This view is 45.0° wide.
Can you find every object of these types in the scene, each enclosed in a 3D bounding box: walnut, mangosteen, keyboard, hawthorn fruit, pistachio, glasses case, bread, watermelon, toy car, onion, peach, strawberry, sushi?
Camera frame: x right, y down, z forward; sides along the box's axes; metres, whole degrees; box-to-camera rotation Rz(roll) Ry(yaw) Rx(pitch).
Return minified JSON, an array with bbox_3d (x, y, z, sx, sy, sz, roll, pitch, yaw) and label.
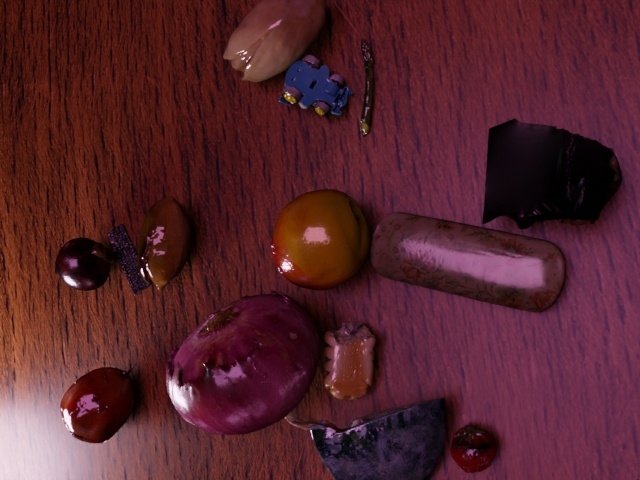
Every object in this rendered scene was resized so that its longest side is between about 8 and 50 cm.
[{"bbox_3d":[-0.398,0.009,1.964,0.137,0.137,0.245,8,89,24],"label":"walnut"},{"bbox_3d":[-0.618,0.057,2.040,0.152,0.152,0.152,-2,84,23],"label":"mangosteen"},{"bbox_3d":[-0.515,0.049,2.070,0.060,0.018,0.195,-34,74,14],"label":"keyboard"},{"bbox_3d":[-0.556,0.399,1.978,0.181,0.181,0.235,33,86,22],"label":"hawthorn fruit"},{"bbox_3d":[-0.103,-0.499,1.855,0.293,0.181,0.162,-41,95,23],"label":"pistachio"},{"bbox_3d":[0.312,0.043,1.671,0.425,0.098,0.156,12,93,23],"label":"glasses case"},{"bbox_3d":[0.063,0.272,1.755,0.119,0.084,0.177,5,88,-10],"label":"bread"},{"bbox_3d":[0.141,0.410,1.665,0.289,0.213,0.320,-45,115,9],"label":"watermelon"},{"bbox_3d":[-0.013,-0.359,1.868,0.161,0.098,0.126,28,72,-6],"label":"toy car"},{"bbox_3d":[-0.169,0.297,1.733,0.358,0.358,0.345,-3,101,23],"label":"onion"},{"bbox_3d":[0.000,0.000,1.744,0.231,0.231,0.231,-2,84,23],"label":"peach"},{"bbox_3d":[0.324,0.448,1.635,0.106,0.106,0.106,-2,84,23],"label":"strawberry"},{"bbox_3d":[0.476,-0.132,1.556,0.227,0.212,0.215,-14,69,63],"label":"sushi"}]

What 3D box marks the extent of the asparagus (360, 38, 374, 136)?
[{"bbox_3d":[0.111,-0.366,1.835,0.034,0.027,0.236,0,85,12],"label":"asparagus"}]
